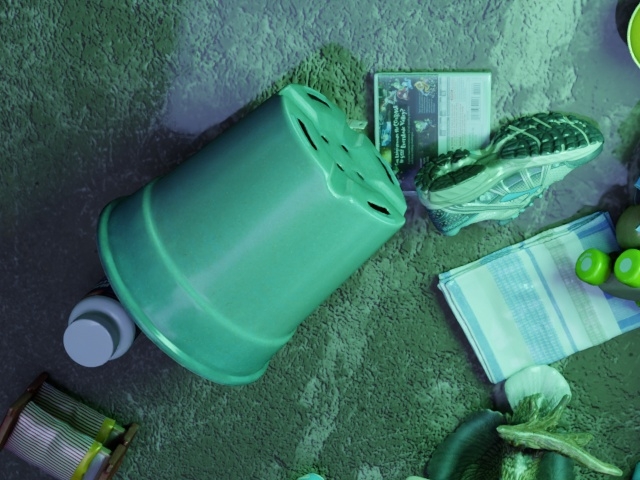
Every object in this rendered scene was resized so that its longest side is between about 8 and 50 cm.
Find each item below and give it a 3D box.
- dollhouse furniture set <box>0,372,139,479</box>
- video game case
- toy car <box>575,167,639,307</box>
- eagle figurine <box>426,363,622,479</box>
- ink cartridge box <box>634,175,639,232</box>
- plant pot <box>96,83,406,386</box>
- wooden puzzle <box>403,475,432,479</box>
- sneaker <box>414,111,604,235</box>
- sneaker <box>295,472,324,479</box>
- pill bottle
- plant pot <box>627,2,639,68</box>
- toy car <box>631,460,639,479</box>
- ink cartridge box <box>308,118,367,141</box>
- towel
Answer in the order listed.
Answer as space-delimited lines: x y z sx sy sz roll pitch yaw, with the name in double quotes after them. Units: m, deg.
-0.485 0.442 1.920 0.201 0.152 0.374 28 111 0 "dollhouse furniture set"
0.168 -0.159 1.668 0.173 0.022 0.190 1 110 9 "video game case"
0.482 -0.005 1.604 0.155 0.149 0.188 23 79 -29 "toy car"
0.308 0.364 1.759 0.226 0.225 0.298 57 157 25 "eagle figurine"
0.554 -0.119 1.516 0.186 0.065 0.311 26 98 -34 "ink cartridge box"
-0.079 -0.023 1.580 0.334 0.341 0.341 -38 99 21 "plant pot"
0.298 0.509 1.687 0.322 0.080 0.348 9 145 35 "wooden puzzle"
0.280 -0.094 1.631 0.283 0.110 0.122 -19 129 1 "sneaker"
-0.062 0.480 1.901 0.087 0.092 0.229 39 130 -7 "sneaker"
-0.335 0.125 1.762 0.108 0.193 0.108 3 109 9 "pill bottle"
0.486 -0.292 1.526 0.134 0.095 0.134 3 109 8 "plant pot"
0.511 0.514 1.778 0.210 0.219 0.238 34 140 -3 "toy car"
0.026 -0.167 1.674 0.083 0.048 0.028 7 111 8 "ink cartridge box"
0.349 0.092 1.718 0.285 0.034 0.209 -24 104 16 "towel"
